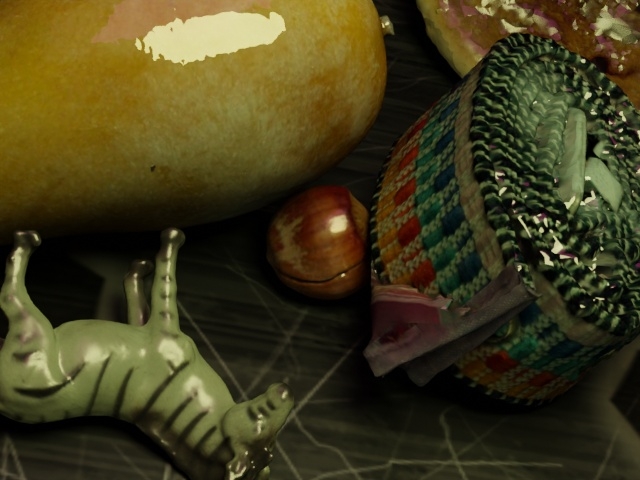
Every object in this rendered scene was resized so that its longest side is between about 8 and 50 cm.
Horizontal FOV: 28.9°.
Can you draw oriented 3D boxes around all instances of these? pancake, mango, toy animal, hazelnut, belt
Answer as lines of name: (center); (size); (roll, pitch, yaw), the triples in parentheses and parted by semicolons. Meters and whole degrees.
pancake: (0.269, -0.243, 1.168); (0.356, 0.065, 0.356); (2, 76, -8)
mango: (-0.130, -0.097, 0.866); (0.384, 0.221, 0.198); (-22, 81, -11)
toy animal: (-0.132, 0.082, 0.780); (0.217, 0.073, 0.176); (-2, 61, -15)
hazelnut: (0.000, 0.000, 0.908); (0.086, 0.086, 0.086); (10, 43, -9)
belt: (0.145, -0.004, 0.902); (0.207, 0.160, 0.295); (29, 42, -19)
